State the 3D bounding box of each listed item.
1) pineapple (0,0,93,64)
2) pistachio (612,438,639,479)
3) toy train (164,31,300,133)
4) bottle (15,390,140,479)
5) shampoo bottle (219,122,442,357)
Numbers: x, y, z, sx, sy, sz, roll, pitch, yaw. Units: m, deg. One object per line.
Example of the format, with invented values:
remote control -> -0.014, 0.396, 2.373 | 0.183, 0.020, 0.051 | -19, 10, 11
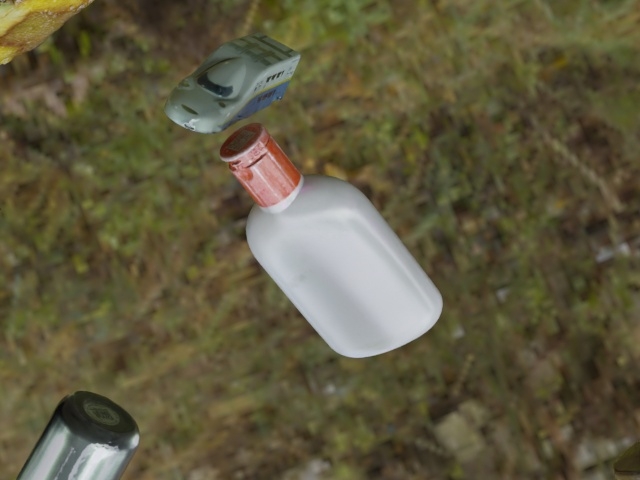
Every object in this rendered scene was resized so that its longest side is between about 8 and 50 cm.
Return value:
pineapple -> -0.274, -0.203, 1.287 | 0.250, 0.140, 0.164 | -31, 176, 33
pistachio -> 0.319, 0.197, 1.164 | 0.293, 0.162, 0.181 | 14, 172, -23
toy train -> -0.072, -0.129, 1.408 | 0.051, 0.052, 0.234 | -64, 174, 16
bottle -> -0.238, 0.245, 1.480 | 0.254, 0.079, 0.096 | -61, 177, 17
shampoo bottle -> 0.000, 0.000, 1.346 | 0.108, 0.051, 0.221 | -22, 124, 28
